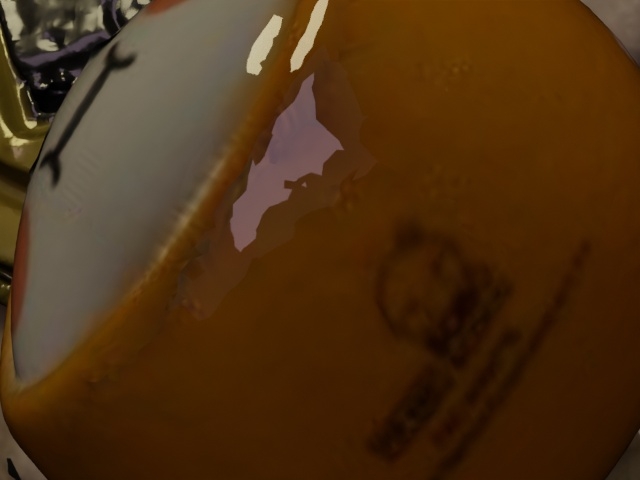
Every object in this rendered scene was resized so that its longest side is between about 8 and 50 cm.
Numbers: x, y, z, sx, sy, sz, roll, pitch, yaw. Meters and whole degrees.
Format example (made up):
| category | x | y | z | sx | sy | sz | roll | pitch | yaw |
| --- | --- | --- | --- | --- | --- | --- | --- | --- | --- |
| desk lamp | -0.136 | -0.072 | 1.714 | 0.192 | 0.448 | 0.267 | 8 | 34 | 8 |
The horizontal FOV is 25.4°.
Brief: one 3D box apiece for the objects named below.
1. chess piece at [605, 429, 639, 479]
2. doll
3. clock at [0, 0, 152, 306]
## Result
| category | x | y | z | sx | sy | sz | roll | pitch | yaw |
| --- | --- | --- | --- | --- | --- | --- | --- | --- | --- |
| chess piece | 0.097 | 0.018 | 0.537 | 0.090 | 0.090 | 0.200 | -15 | 63 | 2 |
| doll | 0.000 | 0.000 | 0.459 | 0.214 | 0.236 | 0.213 | -4 | 107 | -14 |
| clock | -0.090 | -0.083 | 0.589 | 0.237 | 0.057 | 0.237 | -1 | 77 | 6 |
